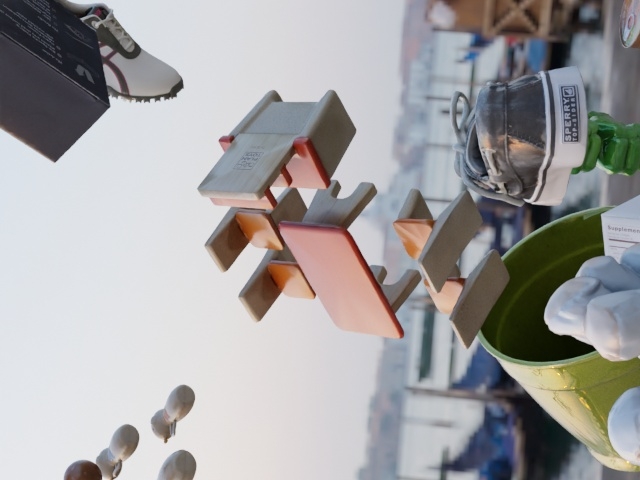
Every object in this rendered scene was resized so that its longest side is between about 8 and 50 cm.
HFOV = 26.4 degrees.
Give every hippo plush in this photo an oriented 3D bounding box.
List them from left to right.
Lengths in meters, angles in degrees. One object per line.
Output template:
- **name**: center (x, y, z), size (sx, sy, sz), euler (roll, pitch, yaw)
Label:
- **hippo plush**: center (0.427, 0.137, 1.620), size (0.234, 0.294, 0.237), euler (-103, -1, -75)

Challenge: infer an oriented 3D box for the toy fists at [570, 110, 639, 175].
- **toy fists**: center (0.454, -0.171, 2.338), size (0.142, 0.279, 0.096), euler (46, 126, 46)

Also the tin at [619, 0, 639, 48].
- **tin**: center (0.516, -0.387, 2.133), size (0.106, 0.040, 0.190), euler (-86, 9, -52)

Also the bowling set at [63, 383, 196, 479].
- **bowling set**: center (-0.279, 0.344, 1.958), size (0.154, 0.199, 0.287), euler (126, 147, -51)

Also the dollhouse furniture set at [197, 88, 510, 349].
- **dollhouse furniture set**: center (0.000, 0.000, 1.251), size (0.135, 0.262, 0.259), euler (-57, -46, -32)

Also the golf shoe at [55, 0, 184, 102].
- **golf shoe**: center (-0.345, -0.309, 2.200), size (0.105, 0.272, 0.120), euler (-71, 3, -54)

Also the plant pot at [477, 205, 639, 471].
- **plant pot**: center (0.495, 0.195, 2.310), size (0.353, 0.366, 0.366), euler (58, -155, -31)

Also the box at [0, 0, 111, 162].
- **box**: center (-0.307, -0.188, 1.391), size (0.093, 0.156, 0.158), euler (-42, 37, 18)

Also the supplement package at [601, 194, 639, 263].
- **supplement package**: center (0.460, 0.038, 1.854), size (0.105, 0.105, 0.179), euler (-22, -70, -40)

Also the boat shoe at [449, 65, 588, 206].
- **boat shoe**: center (0.168, -0.086, 1.209), size (0.306, 0.104, 0.113), euler (-9, -84, -85)
